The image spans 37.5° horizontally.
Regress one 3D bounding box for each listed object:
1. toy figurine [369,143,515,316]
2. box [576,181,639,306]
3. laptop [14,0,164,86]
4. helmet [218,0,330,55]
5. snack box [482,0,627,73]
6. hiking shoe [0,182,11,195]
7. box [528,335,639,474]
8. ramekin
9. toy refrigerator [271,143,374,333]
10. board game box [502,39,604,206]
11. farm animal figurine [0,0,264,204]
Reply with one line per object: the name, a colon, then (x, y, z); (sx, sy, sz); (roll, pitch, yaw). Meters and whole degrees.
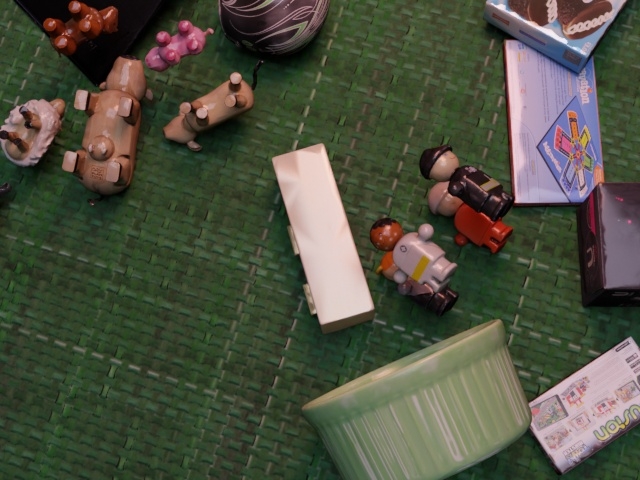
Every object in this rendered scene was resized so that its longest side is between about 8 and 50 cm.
toy figurine: (0.173, -0.014, 1.398); (0.148, 0.213, 0.209); (38, 83, 20)
box: (0.536, 0.008, 1.410); (0.270, 0.143, 0.165); (-1, 76, 2)
laptop: (-0.331, -0.544, 1.644); (0.382, 0.236, 0.408); (46, 54, 11)
helmet: (-0.066, -0.382, 1.521); (0.161, 0.169, 0.170); (8, 76, 20)
snack box: (0.432, -0.449, 1.554); (0.187, 0.060, 0.322); (32, 75, 12)
hiking shoe: (-0.654, -0.062, 1.510); (0.303, 0.113, 0.132); (14, 47, 12)
box: (0.409, 0.246, 1.411); (0.207, 0.036, 0.114); (-31, 77, -5)
ramekin: (0.140, 0.236, 1.297); (0.303, 0.303, 0.148); (-24, 84, -4)
toy refrigerator: (0.000, 0.000, 1.454); (0.094, 0.102, 0.270); (-17, 77, -2)
board game box: (0.375, -0.192, 1.525); (0.145, 0.027, 0.282); (-1, 76, 3)
farm animal figurine: (-0.295, -0.207, 1.494); (0.330, 0.172, 0.327); (28, 91, 1)
